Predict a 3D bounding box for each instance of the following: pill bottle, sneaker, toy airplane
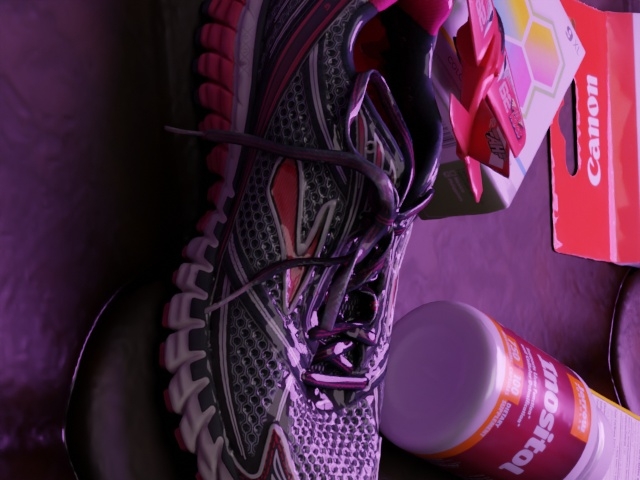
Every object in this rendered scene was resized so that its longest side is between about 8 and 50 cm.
[{"bbox_3d":[0.101,0.097,0.866,0.152,0.086,0.086,31,61,-45],"label":"pill bottle"},{"bbox_3d":[0.000,0.000,0.735,0.121,0.112,0.299,11,76,-50],"label":"sneaker"},{"bbox_3d":[0.084,-0.082,0.805,0.151,0.028,0.151,-9,90,-76],"label":"toy airplane"}]

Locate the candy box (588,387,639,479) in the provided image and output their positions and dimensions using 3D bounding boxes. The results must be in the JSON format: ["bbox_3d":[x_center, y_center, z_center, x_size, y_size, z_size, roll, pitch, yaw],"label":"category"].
[{"bbox_3d":[0.166,0.199,0.978,0.105,0.027,0.206,32,60,-47],"label":"candy box"}]

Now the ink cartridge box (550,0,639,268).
[{"bbox_3d":[0.245,-0.071,1.105,0.232,0.066,0.189,11,75,-55],"label":"ink cartridge box"}]

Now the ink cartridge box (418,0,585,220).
[{"bbox_3d":[0.098,-0.121,0.919,0.109,0.062,0.209,57,44,-28],"label":"ink cartridge box"}]
